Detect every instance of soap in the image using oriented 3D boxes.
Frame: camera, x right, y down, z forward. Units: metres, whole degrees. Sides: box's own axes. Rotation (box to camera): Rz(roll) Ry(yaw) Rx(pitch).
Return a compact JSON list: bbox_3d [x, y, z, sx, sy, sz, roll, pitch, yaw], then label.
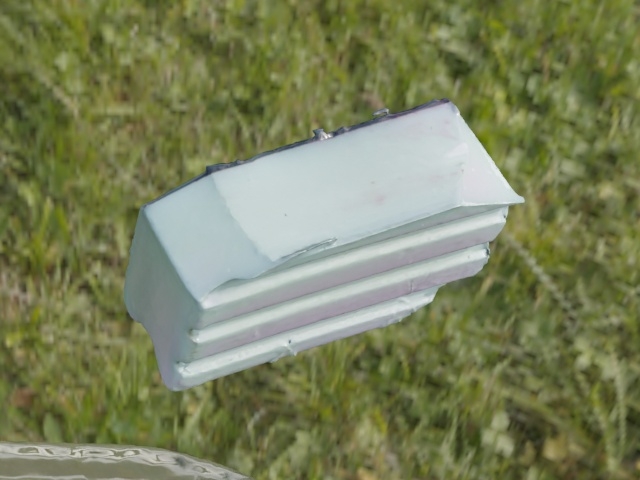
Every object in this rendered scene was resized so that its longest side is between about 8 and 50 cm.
[{"bbox_3d":[0.000,0.000,1.147,0.230,0.145,0.091,-17,62,-25],"label":"soap"}]

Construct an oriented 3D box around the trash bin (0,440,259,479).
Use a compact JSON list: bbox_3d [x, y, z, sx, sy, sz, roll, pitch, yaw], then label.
[{"bbox_3d":[-0.123,0.164,0.370,0.243,0.247,0.121,6,30,-32],"label":"trash bin"}]
